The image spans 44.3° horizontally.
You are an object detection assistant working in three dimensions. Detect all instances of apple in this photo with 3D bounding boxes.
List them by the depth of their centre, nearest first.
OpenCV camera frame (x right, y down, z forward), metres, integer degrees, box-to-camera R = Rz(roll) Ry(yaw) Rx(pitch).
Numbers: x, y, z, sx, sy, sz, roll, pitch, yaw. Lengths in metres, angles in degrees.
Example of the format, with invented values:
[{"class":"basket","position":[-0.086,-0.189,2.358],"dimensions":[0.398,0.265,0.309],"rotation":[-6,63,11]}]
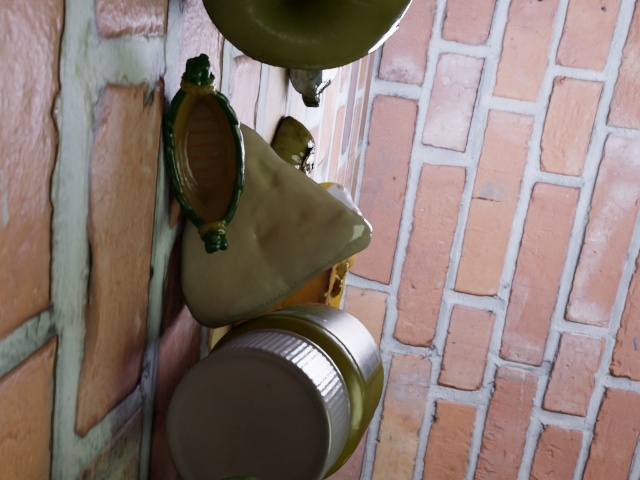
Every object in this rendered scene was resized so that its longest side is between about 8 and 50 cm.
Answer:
[{"class":"apple","position":[-0.015,-0.327,0.878],"dimensions":[0.279,0.279,0.279],"rotation":[10,90,-83]}]

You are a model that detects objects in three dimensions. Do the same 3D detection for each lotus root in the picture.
[{"class":"lotus root","position":[-0.014,-0.335,1.471],"dimensions":[0.113,0.088,0.192],"rotation":[-51,155,-42]},{"class":"lotus root","position":[-0.050,-0.131,1.503],"dimensions":[0.183,0.078,0.203],"rotation":[85,18,-60]}]

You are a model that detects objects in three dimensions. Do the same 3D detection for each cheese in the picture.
[{"class":"cheese","position":[-0.103,-0.013,1.036],"dimensions":[0.248,0.251,0.173],"rotation":[-45,-174,-1]}]

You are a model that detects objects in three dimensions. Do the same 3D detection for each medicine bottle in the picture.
[{"class":"medicine bottle","position":[-0.044,0.203,1.018],"dimensions":[0.384,0.225,0.224],"rotation":[-3,102,-80]}]

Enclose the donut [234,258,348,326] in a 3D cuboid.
[{"class":"donut","position":[-0.061,0.158,1.483],"dimensions":[0.435,0.164,0.377],"rotation":[82,20,-73]}]

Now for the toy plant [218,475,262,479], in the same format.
[{"class":"toy plant","position":[-0.191,0.401,0.726],"dimensions":[0.317,0.211,0.356],"rotation":[-40,-150,45]}]

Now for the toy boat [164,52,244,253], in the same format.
[{"class":"toy boat","position":[-0.130,-0.099,0.881],"dimensions":[0.088,0.089,0.229],"rotation":[-112,-163,-63]}]

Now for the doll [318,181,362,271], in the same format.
[{"class":"doll","position":[0.016,-0.011,1.841],"dimensions":[0.269,0.162,0.166],"rotation":[80,-11,-53]}]

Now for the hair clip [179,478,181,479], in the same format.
[{"class":"hair clip","position":[-0.206,0.378,1.166],"dimensions":[0.039,0.030,0.115],"rotation":[43,53,-58]}]
